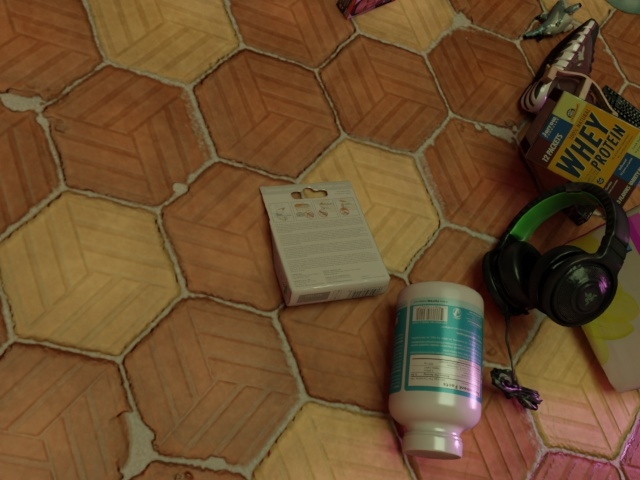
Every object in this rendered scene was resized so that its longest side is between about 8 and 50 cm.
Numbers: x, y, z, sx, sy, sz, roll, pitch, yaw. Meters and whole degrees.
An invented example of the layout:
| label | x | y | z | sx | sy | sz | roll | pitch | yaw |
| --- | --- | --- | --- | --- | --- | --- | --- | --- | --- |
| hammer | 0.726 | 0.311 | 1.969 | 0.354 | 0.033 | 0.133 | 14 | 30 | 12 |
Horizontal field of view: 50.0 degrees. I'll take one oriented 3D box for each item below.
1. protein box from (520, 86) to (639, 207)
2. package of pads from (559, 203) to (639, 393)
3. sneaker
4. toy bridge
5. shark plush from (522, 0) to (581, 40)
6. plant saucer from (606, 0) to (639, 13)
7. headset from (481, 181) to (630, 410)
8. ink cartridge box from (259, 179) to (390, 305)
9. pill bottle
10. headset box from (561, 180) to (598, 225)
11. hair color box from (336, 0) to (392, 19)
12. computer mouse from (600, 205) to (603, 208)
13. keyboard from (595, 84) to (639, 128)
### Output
| label | x | y | z | sx | sy | sz | roll | pitch | yaw |
| --- | --- | --- | --- | --- | --- | --- | --- | --- | --- |
| protein box | 0.508 | -0.186 | 1.309 | 0.199 | 0.136 | 0.201 | 29 | 19 | 5 |
| package of pads | 0.572 | 0.105 | 1.237 | 0.101 | 0.229 | 0.297 | -11 | 71 | -45 |
| sneaker | 0.560 | -0.341 | 1.494 | 0.162 | 0.106 | 0.281 | 41 | 72 | -6 |
| toy bridge | 0.538 | -0.308 | 1.414 | 0.188 | 0.026 | 0.063 | 32 | 72 | -12 |
| shark plush | 0.525 | -0.498 | 1.578 | 0.161 | 0.073 | 0.067 | -40 | 66 | -8 |
| plant saucer | 0.767 | -0.661 | 1.722 | 0.194 | 0.037 | 0.195 | 8 | 66 | -18 |
| headset | 0.403 | 0.089 | 1.200 | 0.185 | 0.243 | 0.394 | 36 | 75 | -25 |
| ink cartridge box | 0.000 | 0.000 | 1.185 | 0.180 | 0.056 | 0.225 | -6 | 53 | -22 |
| pill bottle | 0.186 | 0.209 | 1.103 | 0.146 | 0.146 | 0.264 | 14 | 66 | -14 |
| headset box | 0.520 | -0.082 | 1.404 | 0.083 | 0.032 | 0.062 | 44 | 62 | 0 |
| hair color box | 0.107 | -0.510 | 1.403 | 0.141 | 0.072 | 0.043 | -29 | 81 | -26 |
| computer mouse | 0.632 | -0.135 | 1.462 | 0.106 | 0.042 | 0.193 | 40 | 67 | 4 |
| keyboard | 0.701 | -0.269 | 1.550 | 0.180 | 0.023 | 0.108 | 36 | 62 | -2 |
